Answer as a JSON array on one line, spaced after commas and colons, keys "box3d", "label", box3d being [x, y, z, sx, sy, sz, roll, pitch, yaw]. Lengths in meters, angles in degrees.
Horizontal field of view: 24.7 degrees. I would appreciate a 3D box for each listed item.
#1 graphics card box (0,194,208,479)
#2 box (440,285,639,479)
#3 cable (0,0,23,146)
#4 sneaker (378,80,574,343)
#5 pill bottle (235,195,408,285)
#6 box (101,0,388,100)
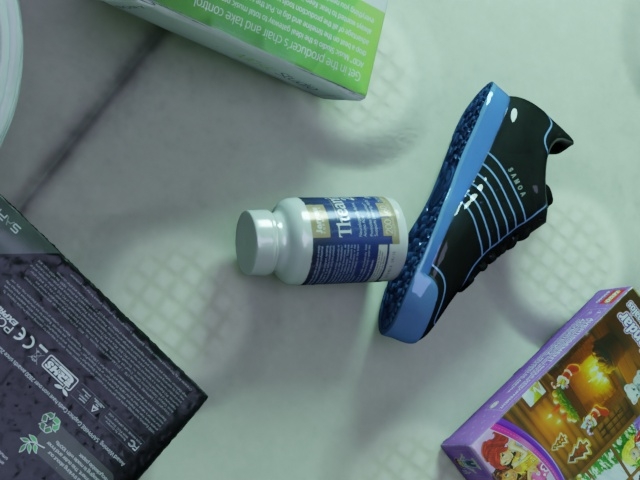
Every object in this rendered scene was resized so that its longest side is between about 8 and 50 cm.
[{"box3d": [-0.280, 0.161, 0.959, 0.233, 0.094, 0.371, 44, 71, -11], "label": "graphics card box"}, {"box3d": [0.261, 0.213, 1.192, 0.201, 0.057, 0.293, -41, 99, -21], "label": "box"}, {"box3d": [-0.308, -0.121, 0.889, 0.257, 0.089, 0.257, 27, 87, -15], "label": "cable"}, {"box3d": [0.127, -0.012, 1.152, 0.090, 0.081, 0.232, 29, 72, -9], "label": "sneaker"}, {"box3d": [0.000, 0.000, 1.107, 0.120, 0.067, 0.067, -2, 84, -23], "label": "pill bottle"}, {"box3d": [-0.025, -0.289, 1.078, 0.232, 0.058, 0.322, 19, 80, -44], "label": "box"}]
